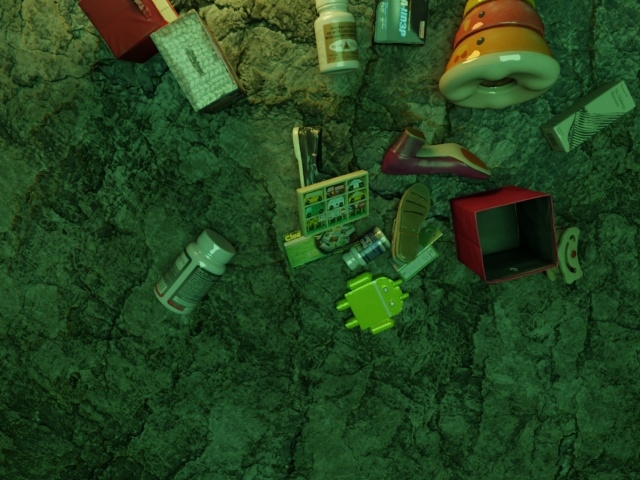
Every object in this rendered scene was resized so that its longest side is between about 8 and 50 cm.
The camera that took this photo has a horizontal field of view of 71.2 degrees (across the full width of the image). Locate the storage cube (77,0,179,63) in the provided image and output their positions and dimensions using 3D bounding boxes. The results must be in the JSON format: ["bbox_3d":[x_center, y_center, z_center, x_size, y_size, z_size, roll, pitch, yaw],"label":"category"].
[{"bbox_3d":[-0.558,-0.673,1.354,0.193,0.215,0.183,-31,104,11],"label":"storage cube"}]

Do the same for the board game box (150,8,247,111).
[{"bbox_3d":[-0.352,-0.522,1.358,0.141,0.291,0.232,-29,103,4],"label":"board game box"}]

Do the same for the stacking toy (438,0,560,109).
[{"bbox_3d":[0.555,-0.691,1.413,0.351,0.350,0.479,2,85,-4],"label":"stacking toy"}]

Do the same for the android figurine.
[{"bbox_3d":[0.199,0.234,1.701,0.273,0.056,0.248,-24,104,4],"label":"android figurine"}]

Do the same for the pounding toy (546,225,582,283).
[{"bbox_3d":[0.872,0.028,1.684,0.154,0.155,0.269,-41,115,-22],"label":"pounding toy"}]

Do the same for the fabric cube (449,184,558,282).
[{"bbox_3d":[0.625,-0.032,1.557,0.254,0.258,0.258,-14,104,-1],"label":"fabric cube"}]

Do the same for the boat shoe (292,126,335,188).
[{"bbox_3d":[-0.008,-0.226,1.538,0.113,0.127,0.339,-9,95,11],"label":"boat shoe"}]

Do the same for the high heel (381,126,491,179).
[{"bbox_3d":[0.411,-0.260,1.588,0.378,0.127,0.181,22,130,-13],"label":"high heel"}]

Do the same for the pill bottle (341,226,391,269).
[{"bbox_3d":[0.165,0.033,1.627,0.169,0.094,0.094,-36,103,5],"label":"pill bottle"}]

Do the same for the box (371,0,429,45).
[{"bbox_3d":[0.262,-0.756,1.460,0.175,0.051,0.220,1,103,-4],"label":"box"}]

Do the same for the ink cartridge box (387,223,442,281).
[{"bbox_3d":[0.357,0.044,1.631,0.209,0.109,0.062,-41,113,6],"label":"ink cartridge box"}]

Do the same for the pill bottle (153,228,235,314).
[{"bbox_3d":[-0.437,0.108,1.575,0.161,0.161,0.283,40,98,-12],"label":"pill bottle"}]

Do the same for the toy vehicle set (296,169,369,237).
[{"bbox_3d":[0.048,-0.127,1.522,0.267,0.035,0.165,-20,122,-25],"label":"toy vehicle set"}]

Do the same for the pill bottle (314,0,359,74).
[{"bbox_3d":[0.049,-0.660,1.430,0.131,0.131,0.229,-8,104,-1],"label":"pill bottle"}]

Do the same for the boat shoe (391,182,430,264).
[{"bbox_3d":[0.306,-0.060,1.591,0.113,0.103,0.302,21,73,-9],"label":"boat shoe"}]

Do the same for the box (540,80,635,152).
[{"bbox_3d":[0.928,-0.430,1.560,0.275,0.094,0.113,-36,103,6],"label":"box"}]

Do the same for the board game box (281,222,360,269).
[{"bbox_3d":[0.000,0.000,1.606,0.260,0.030,0.136,-20,69,2],"label":"board game box"}]
